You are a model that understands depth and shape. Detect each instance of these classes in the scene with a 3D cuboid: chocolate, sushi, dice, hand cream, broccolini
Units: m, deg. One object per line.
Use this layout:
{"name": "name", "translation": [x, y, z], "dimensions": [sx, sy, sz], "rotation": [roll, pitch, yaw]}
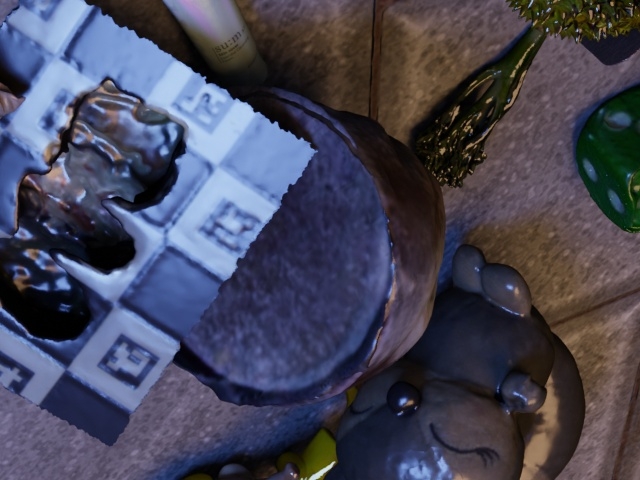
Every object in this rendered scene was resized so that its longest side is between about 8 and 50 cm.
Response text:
{"name": "chocolate", "translation": [0.000, 0.000, 1.598], "dimensions": [0.213, 0.303, 0.303], "rotation": [-8, 137, -53]}
{"name": "sushi", "translation": [-0.221, -0.035, 1.549], "dimensions": [0.296, 0.100, 0.373], "rotation": [32, 111, -10]}
{"name": "dice", "translation": [0.377, -0.094, 1.935], "dimensions": [0.128, 0.120, 0.131], "rotation": [-30, 145, -9]}
{"name": "hand cream", "translation": [-0.104, -0.211, 1.504], "dimensions": [0.078, 0.050, 0.205], "rotation": [-33, 139, -2]}
{"name": "broccolini", "translation": [0.174, -0.138, 1.779], "dimensions": [0.091, 0.068, 0.202], "rotation": [27, 113, -29]}

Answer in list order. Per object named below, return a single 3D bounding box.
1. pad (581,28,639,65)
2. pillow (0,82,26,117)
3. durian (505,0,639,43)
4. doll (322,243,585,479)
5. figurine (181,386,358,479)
{"name": "pad", "translation": [0.372, -0.283, 1.696], "dimensions": [0.266, 0.176, 0.002], "rotation": [-41, 113, 8]}
{"name": "pillow", "translation": [-0.358, -0.144, 1.366], "dimensions": [0.173, 0.067, 0.270], "rotation": [-28, 143, 0]}
{"name": "durian", "translation": [0.285, -0.301, 1.554], "dimensions": [0.291, 0.224, 0.291], "rotation": [-24, 144, -19]}
{"name": "doll", "translation": [0.186, 0.242, 1.954], "dimensions": [0.378, 0.252, 0.382], "rotation": [38, 75, -34]}
{"name": "figurine", "translation": [-0.053, 0.330, 2.027], "dimensions": [0.344, 0.215, 0.187], "rotation": [-40, -171, -12]}
